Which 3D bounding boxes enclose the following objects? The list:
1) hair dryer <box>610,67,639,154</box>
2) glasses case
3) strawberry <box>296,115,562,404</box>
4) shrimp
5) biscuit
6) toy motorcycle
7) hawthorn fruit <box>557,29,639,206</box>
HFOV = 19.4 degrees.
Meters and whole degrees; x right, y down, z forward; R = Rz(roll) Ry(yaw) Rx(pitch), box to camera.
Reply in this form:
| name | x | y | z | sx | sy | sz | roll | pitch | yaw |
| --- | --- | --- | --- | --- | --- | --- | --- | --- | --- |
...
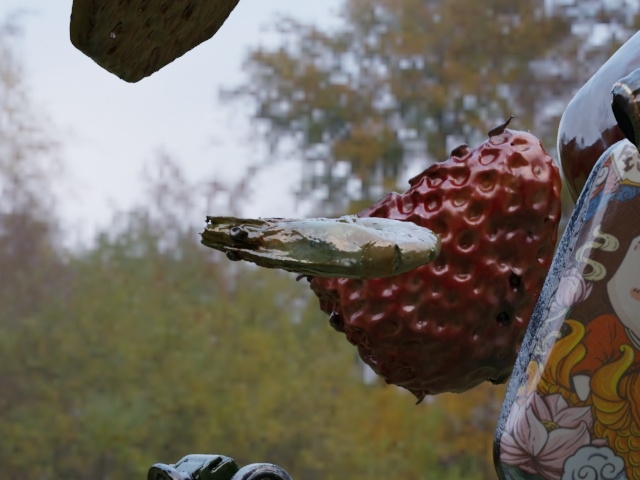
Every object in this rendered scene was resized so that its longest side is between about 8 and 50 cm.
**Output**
| name | x | y | z | sx | sy | sz | roll | pitch | yaw |
| --- | --- | --- | --- | --- | --- | --- | --- | --- | --- |
| hair dryer | 0.353 | -0.145 | 1.303 | 0.362 | 0.128 | 0.203 | -23 | -15 | -4 |
| glasses case | 0.234 | 0.068 | 1.485 | 0.122 | 0.321 | 0.082 | 26 | -13 | -16 |
| strawberry | 0.153 | 0.051 | 1.888 | 0.280 | 0.150 | 0.253 | -34 | -45 | 2 |
| shrimp | 0.000 | 0.002 | 1.647 | 0.217 | 0.051 | 0.115 | 1 | 10 | -11 |
| biscuit | -0.141 | -0.323 | 1.984 | 0.046 | 0.359 | 0.359 | 34 | -8 | 19 |
| toy motorcycle | -0.069 | 0.328 | 1.900 | 0.127 | 0.275 | 0.205 | -34 | 12 | -28 |
| hawthorn fruit | 0.411 | -0.093 | 1.976 | 0.308 | 0.308 | 0.325 | 6 | -3 | -13 |
